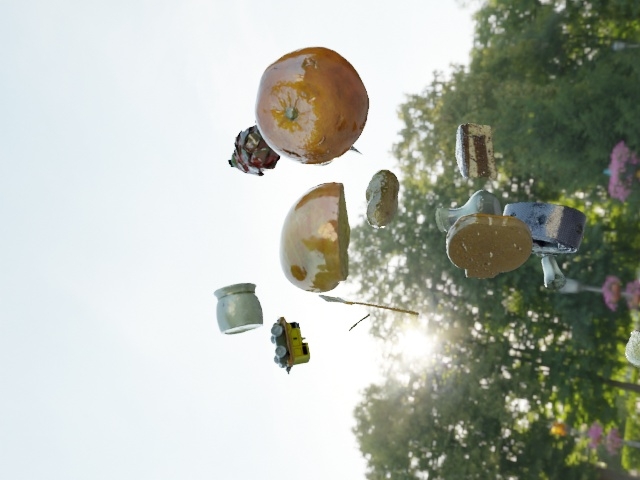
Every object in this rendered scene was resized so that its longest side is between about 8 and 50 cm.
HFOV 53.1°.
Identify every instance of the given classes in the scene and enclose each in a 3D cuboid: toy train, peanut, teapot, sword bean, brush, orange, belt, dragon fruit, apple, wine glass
[{"bbox_3d":[-0.106,0.358,2.218,0.089,0.127,0.219,103,157,-57],"label":"toy train"},{"bbox_3d":[0.185,-0.126,1.936,0.095,0.108,0.226,43,-143,-31],"label":"peanut"},{"bbox_3d":[0.613,-0.107,2.655,0.183,0.250,0.184,21,-115,-55],"label":"teapot"},{"bbox_3d":[0.114,0.242,1.897,0.083,0.012,0.012,-36,-44,-15],"label":"sword bean"},{"bbox_3d":[0.132,0.171,1.682,0.103,0.272,0.013,-168,88,-78],"label":"brush"},{"bbox_3d":[-0.023,-0.326,1.558,0.226,0.283,0.284,-33,-55,-61],"label":"orange"},{"bbox_3d":[0.576,-0.024,1.682,0.139,0.230,0.126,27,-102,-35],"label":"belt"},{"bbox_3d":[-0.216,-0.312,2.190,0.182,0.188,0.182,8,-109,-24],"label":"dragon fruit"},{"bbox_3d":[0.000,0.000,2.038,0.252,0.314,0.309,34,-139,-20],"label":"apple"},{"bbox_3d":[0.796,0.092,2.218,0.072,0.072,0.155,65,-163,-47],"label":"wine glass"}]

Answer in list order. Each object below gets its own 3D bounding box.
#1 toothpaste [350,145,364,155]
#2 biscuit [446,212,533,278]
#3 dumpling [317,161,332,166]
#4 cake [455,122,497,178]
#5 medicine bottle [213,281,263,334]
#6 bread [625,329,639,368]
[{"bbox_3d":[0.073,-0.411,2.661,0.100,0.323,0.066,18,-77,-30],"label":"toothpaste"},{"bbox_3d":[0.340,0.008,1.299,0.050,0.170,0.170,-78,-22,-46],"label":"biscuit"},{"bbox_3d":[0.026,-0.342,2.435,0.127,0.188,0.108,-22,-100,-25],"label":"dumpling"},{"bbox_3d":[0.487,-0.284,1.996,0.246,0.112,0.135,-69,-21,-68],"label":"cake"},{"bbox_3d":[-0.258,0.213,2.011,0.147,0.147,0.143,21,-128,-64],"label":"medicine bottle"},{"bbox_3d":[0.702,0.261,1.340,0.065,0.149,0.187,-47,-5,10],"label":"bread"}]
